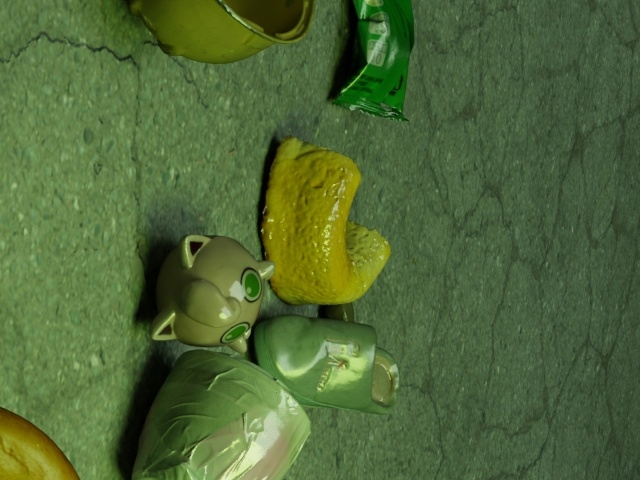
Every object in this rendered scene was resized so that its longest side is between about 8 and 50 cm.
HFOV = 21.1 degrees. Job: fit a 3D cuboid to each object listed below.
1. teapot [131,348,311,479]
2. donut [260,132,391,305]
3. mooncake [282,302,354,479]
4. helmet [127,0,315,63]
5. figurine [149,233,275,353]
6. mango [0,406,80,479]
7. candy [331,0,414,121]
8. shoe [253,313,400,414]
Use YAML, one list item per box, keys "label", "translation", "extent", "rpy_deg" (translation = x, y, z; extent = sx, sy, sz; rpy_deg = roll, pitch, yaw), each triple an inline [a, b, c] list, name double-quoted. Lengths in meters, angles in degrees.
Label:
- label: "teapot"
  translation: [-0.130, 0.228, 1.836]
  extent: [0.163, 0.221, 0.178]
  rpy_deg: [40, 61, -15]
- label: "donut"
  translation: [0.000, 0.006, 2.103]
  extent: [0.152, 0.101, 0.259]
  rpy_deg: [-65, 154, -24]
- label: "mooncake"
  translation: [-0.019, 0.204, 2.136]
  extent: [0.347, 0.057, 0.150]
  rpy_deg: [-48, 125, -48]
- label: "helmet"
  translation: [-0.119, -0.259, 1.724]
  extent: [0.205, 0.140, 0.257]
  rpy_deg: [52, 25, -13]
- label: "figurine"
  translation: [-0.115, 0.056, 1.817]
  extent: [0.138, 0.125, 0.125]
  rpy_deg: [11, 85, -54]
- label: "mango"
  translation: [-0.306, 0.215, 1.427]
  extent: [0.187, 0.138, 0.257]
  rpy_deg: [-59, 144, -21]
- label: "candy"
  translation: [0.079, -0.261, 2.228]
  extent: [0.141, 0.078, 0.203]
  rpy_deg: [15, 76, -65]
- label: "shoe"
  translation: [0.028, 0.149, 2.096]
  extent: [0.251, 0.100, 0.103]
  rpy_deg: [21, 56, -45]
